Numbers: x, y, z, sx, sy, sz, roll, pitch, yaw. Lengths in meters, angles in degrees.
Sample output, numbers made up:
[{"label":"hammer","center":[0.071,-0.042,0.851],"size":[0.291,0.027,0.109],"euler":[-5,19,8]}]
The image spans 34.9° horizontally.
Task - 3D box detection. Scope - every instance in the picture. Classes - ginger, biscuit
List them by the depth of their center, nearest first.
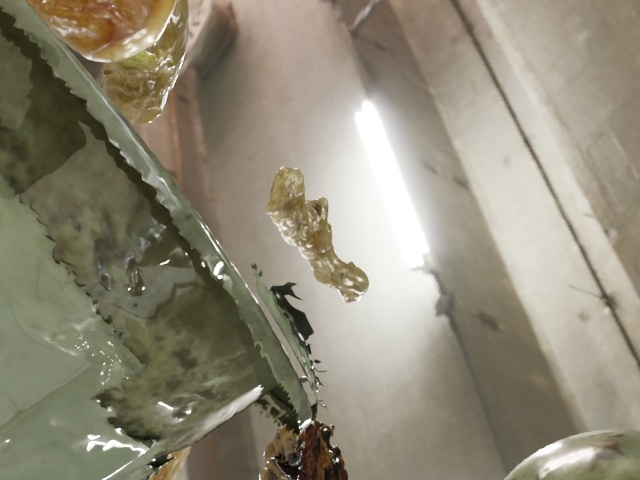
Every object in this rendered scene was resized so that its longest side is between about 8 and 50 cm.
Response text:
[{"label":"ginger","center":[0.000,0.000,1.406],"size":[0.075,0.288,0.089],"euler":[9,-119,36]},{"label":"ginger","center":[-0.238,-0.313,1.421],"size":[0.219,0.123,0.270],"euler":[-87,-163,-47]},{"label":"biscuit","center":[-0.029,0.464,1.718],"size":[0.081,0.289,0.334],"euler":[-8,-103,24]}]

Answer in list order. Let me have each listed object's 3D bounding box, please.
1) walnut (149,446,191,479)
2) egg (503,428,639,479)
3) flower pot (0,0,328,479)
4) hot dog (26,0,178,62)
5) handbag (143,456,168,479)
[{"label":"walnut","center":[-0.235,0.205,1.056],"size":[0.195,0.195,0.222],"euler":[-16,-149,50]},{"label":"egg","center":[0.276,0.324,0.940],"size":[0.287,0.379,0.288],"euler":[-2,-112,6]},{"label":"flower pot","center":[-0.174,0.040,0.414],"size":[0.259,0.290,0.290],"euler":[-41,-149,-12]},{"label":"hot dog","center":[-0.245,-0.349,0.856],"size":[0.223,0.405,0.185],"euler":[-40,-141,15]},{"label":"handbag","center":[-0.238,0.104,0.789],"size":[0.181,0.254,0.181],"euler":[-37,-141,56]}]
